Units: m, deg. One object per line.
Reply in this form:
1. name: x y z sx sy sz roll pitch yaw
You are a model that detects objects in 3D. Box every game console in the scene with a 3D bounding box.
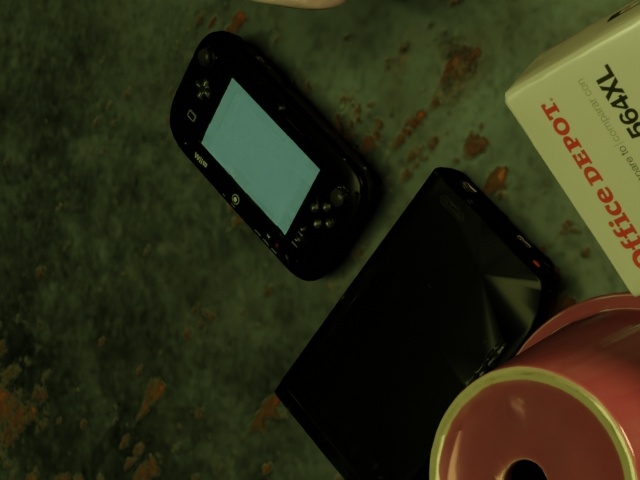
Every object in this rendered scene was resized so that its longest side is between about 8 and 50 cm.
1. game console: 0.000 0.000 1.060 0.361 0.044 0.213 48 117 28

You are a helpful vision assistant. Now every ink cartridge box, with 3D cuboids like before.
1. ink cartridge box: 0.230 -0.078 0.824 0.203 0.086 0.148 -30 99 33

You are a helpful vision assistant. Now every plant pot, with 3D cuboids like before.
1. plant pot: 0.164 0.130 0.847 0.201 0.180 0.201 0 91 37

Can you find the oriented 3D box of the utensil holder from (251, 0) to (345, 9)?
1. utensil holder: -0.044 -0.381 0.920 0.327 0.327 0.385 38 113 31
